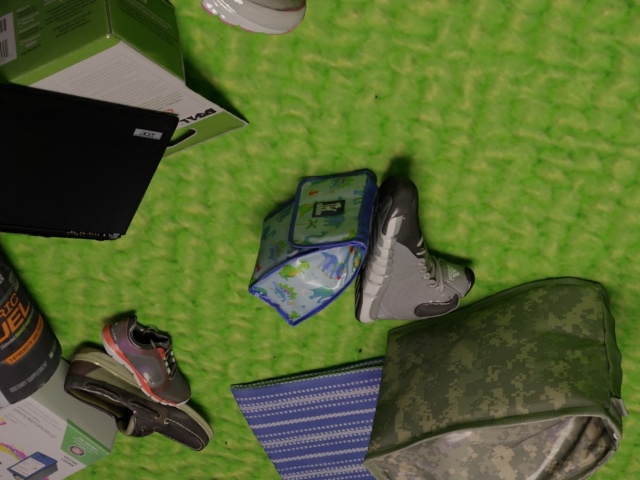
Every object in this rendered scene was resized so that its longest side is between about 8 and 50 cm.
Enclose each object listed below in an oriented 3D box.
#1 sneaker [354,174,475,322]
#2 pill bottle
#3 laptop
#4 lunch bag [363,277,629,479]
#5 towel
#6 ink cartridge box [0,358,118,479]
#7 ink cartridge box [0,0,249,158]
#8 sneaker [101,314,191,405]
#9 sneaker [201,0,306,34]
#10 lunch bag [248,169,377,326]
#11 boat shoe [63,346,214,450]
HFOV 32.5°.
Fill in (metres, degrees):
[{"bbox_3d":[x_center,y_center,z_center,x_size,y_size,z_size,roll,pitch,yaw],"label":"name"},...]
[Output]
[{"bbox_3d":[0.118,0.015,1.256,0.132,0.086,0.229,7,141,-5],"label":"sneaker"},{"bbox_3d":[-0.427,0.079,1.343,0.130,0.130,0.246,-10,128,16],"label":"pill bottle"},{"bbox_3d":[-0.323,-0.076,1.166,0.234,0.137,0.264,7,177,-39],"label":"laptop"},{"bbox_3d":[0.219,0.184,1.275,0.287,0.235,0.169,-23,118,25],"label":"lunch bag"},{"bbox_3d":[0.050,0.297,1.533,0.243,0.040,0.336,-13,125,20],"label":"towel"},{"bbox_3d":[-0.403,0.260,1.520,0.212,0.093,0.154,-29,121,30],"label":"ink cartridge box"},{"bbox_3d":[-0.221,-0.168,1.141,0.188,0.097,0.255,-19,159,22],"label":"ink cartridge box"},{"bbox_3d":[-0.212,0.156,1.429,0.065,0.061,0.158,-32,122,18],"label":"sneaker"},{"bbox_3d":[-0.087,-0.296,0.997,0.111,0.103,0.252,-27,122,29],"label":"sneaker"},{"bbox_3d":[0.000,0.000,1.219,0.151,0.129,0.096,-33,119,31],"label":"lunch bag"},{"bbox_3d":[-0.248,0.230,1.475,0.223,0.073,0.080,37,143,-18],"label":"boat shoe"}]
